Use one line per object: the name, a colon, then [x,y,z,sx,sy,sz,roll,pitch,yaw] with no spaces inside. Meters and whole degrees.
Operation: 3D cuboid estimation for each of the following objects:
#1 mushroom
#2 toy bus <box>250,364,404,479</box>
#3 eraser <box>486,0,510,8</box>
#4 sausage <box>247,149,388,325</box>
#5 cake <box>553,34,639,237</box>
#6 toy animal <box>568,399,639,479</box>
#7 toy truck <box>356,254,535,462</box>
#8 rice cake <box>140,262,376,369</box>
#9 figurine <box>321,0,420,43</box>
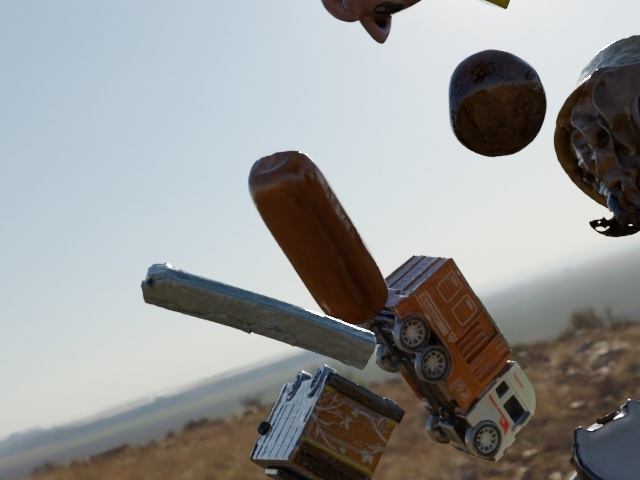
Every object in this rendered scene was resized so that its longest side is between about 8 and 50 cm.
mushroom: [0.204,-0.159,1.289,0.127,0.127,0.087,-20,14,29]
toy bus: [0.002,0.343,1.962,0.194,0.162,0.323,-64,10,-17]
eraser: [0.302,-0.466,1.960,0.045,0.097,0.122,22,10,30]
sausage: [-0.001,0.000,1.481,0.105,0.274,0.105,-25,26,13]
cake: [0.541,-0.144,1.886,0.332,0.332,0.321,-22,23,45]
toy animal: [0.514,0.407,1.879,0.213,0.212,0.266,-18,-37,-6]
toy truck: [0.247,0.218,2.088,0.207,0.387,0.173,-41,19,-20]
rice cake: [-0.062,0.075,1.128,0.245,0.042,0.045,17,16,-9]
figurine: [0.077,-0.360,1.167,0.186,0.176,0.287,-22,33,58]
